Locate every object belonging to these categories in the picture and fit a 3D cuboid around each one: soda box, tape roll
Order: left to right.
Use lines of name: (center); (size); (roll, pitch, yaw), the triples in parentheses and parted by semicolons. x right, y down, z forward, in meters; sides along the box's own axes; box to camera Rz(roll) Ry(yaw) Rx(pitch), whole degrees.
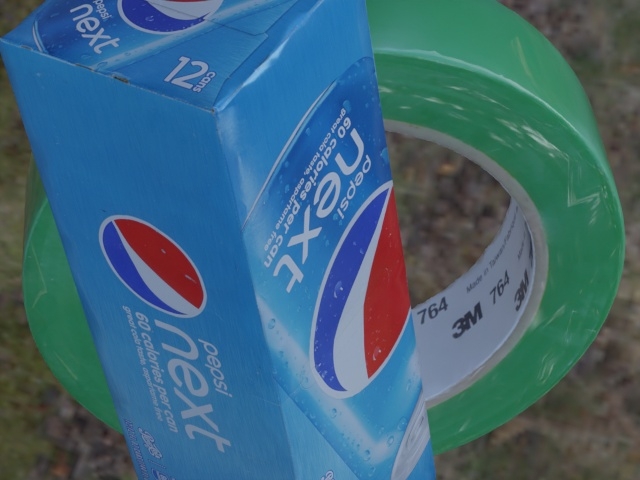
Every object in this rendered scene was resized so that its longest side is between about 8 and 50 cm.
soda box: (-0.021, 0.014, 0.529); (0.067, 0.071, 0.210); (-50, 146, -33)
tape roll: (0.000, 0.000, 1.004); (0.321, 0.321, 0.077); (51, 22, -40)
